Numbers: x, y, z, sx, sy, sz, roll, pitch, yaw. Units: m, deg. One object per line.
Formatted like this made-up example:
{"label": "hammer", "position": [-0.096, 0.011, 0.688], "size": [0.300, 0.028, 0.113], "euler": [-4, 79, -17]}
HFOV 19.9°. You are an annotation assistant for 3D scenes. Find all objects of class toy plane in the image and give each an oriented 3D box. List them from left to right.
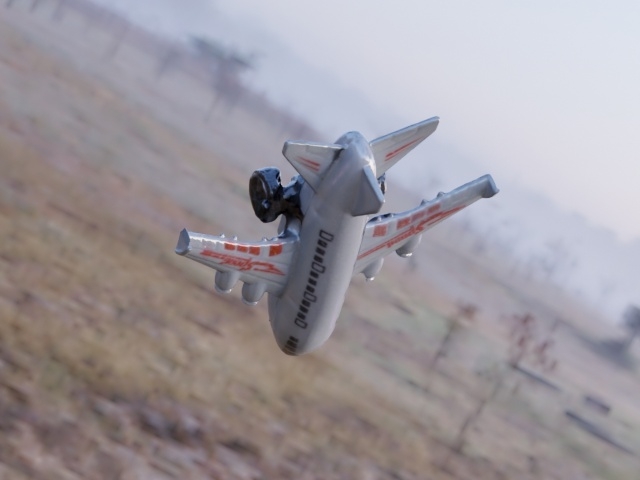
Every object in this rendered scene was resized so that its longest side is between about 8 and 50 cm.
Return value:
{"label": "toy plane", "position": [0.000, 0.000, 0.877], "size": [0.162, 0.065, 0.171], "euler": [-10, -25, -23]}
